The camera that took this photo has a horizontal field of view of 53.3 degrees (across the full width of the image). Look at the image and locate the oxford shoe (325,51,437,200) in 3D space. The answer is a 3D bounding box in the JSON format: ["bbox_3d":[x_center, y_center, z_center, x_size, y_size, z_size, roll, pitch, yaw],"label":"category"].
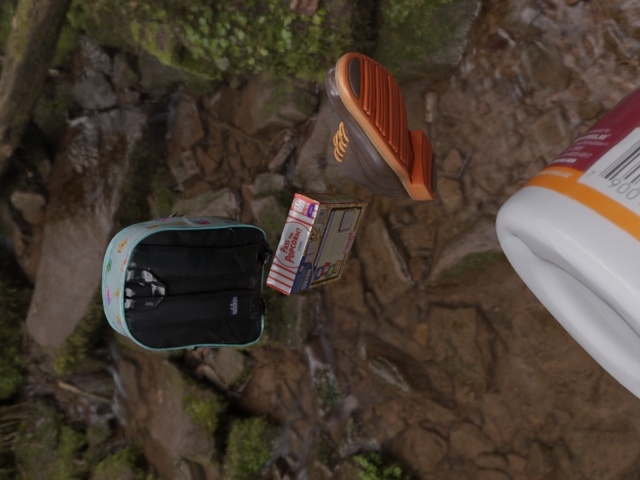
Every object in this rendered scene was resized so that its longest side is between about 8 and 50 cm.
[{"bbox_3d":[0.070,-0.142,0.943,0.133,0.364,0.130,-5,67,23],"label":"oxford shoe"}]

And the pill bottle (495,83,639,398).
[{"bbox_3d":[0.345,-0.066,0.461,0.392,0.224,0.224,-41,58,1],"label":"pill bottle"}]

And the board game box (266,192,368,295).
[{"bbox_3d":[0.000,0.000,1.006,0.045,0.193,0.146,24,103,22],"label":"board game box"}]

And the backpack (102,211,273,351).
[{"bbox_3d":[-0.173,0.049,0.785,0.144,0.188,0.165,16,104,45],"label":"backpack"}]
